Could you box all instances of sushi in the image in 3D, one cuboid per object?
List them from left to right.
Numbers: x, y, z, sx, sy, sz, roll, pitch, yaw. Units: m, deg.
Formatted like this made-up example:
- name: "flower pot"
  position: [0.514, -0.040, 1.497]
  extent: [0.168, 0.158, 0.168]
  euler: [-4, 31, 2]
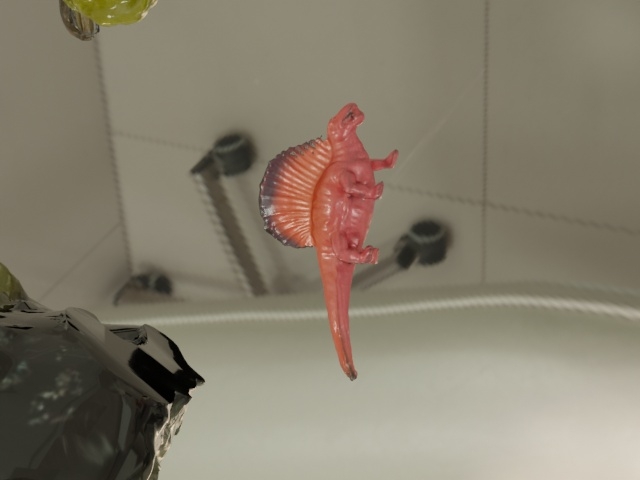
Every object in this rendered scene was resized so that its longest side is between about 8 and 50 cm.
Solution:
- name: "sushi"
  position: [-0.258, 0.161, 0.909]
  extent: [0.285, 0.328, 0.329]
  euler: [23, 96, -5]

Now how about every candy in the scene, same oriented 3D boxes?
- name: "candy"
  position: [-0.171, -0.278, 1.276]
  extent: [0.106, 0.199, 0.094]
  euler: [-8, 126, 18]

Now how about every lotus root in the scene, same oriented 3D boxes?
- name: "lotus root"
  position: [-0.248, -0.240, 1.416]
  extent: [0.030, 0.037, 0.083]
  euler: [-20, 72, 42]

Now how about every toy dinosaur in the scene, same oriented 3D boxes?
- name: "toy dinosaur"
  position: [-0.007, -0.005, 1.471]
  extent: [0.139, 0.070, 0.286]
  euler: [10, 93, 12]
